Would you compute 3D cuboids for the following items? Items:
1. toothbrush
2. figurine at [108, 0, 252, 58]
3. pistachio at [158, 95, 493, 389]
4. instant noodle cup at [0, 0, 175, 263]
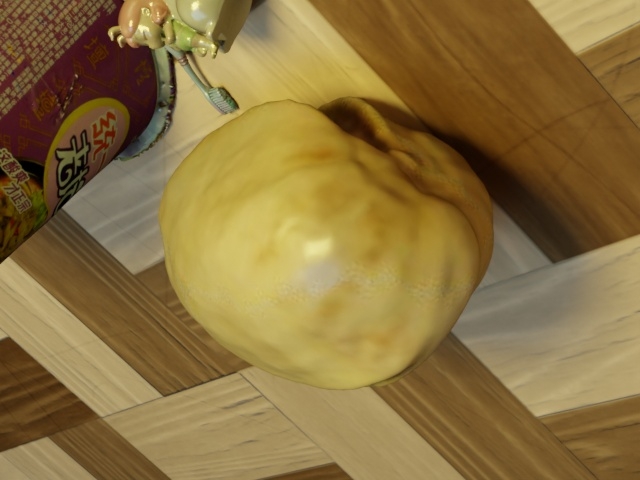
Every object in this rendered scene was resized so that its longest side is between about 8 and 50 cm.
[{"bbox_3d":[-0.134,-0.177,1.147,0.019,0.013,0.193,-13,131,37],"label":"toothbrush"},{"bbox_3d":[-0.135,-0.201,1.060,0.146,0.098,0.081,21,156,13],"label":"figurine"},{"bbox_3d":[0.000,0.000,1.094,0.321,0.229,0.237,8,96,49],"label":"pistachio"},{"bbox_3d":[-0.332,-0.111,1.175,0.340,0.266,0.339,20,143,16],"label":"instant noodle cup"}]
